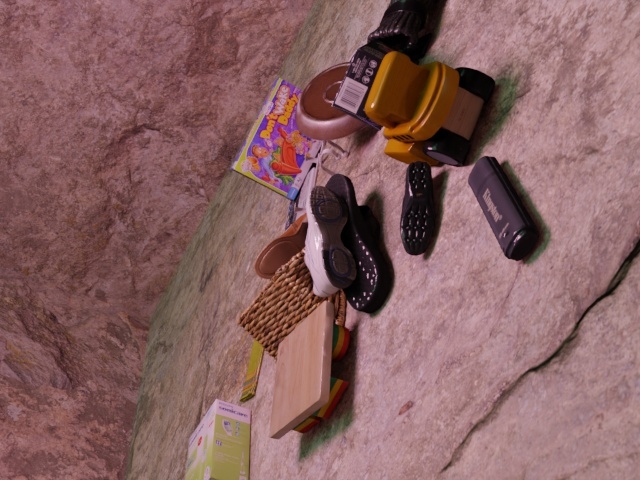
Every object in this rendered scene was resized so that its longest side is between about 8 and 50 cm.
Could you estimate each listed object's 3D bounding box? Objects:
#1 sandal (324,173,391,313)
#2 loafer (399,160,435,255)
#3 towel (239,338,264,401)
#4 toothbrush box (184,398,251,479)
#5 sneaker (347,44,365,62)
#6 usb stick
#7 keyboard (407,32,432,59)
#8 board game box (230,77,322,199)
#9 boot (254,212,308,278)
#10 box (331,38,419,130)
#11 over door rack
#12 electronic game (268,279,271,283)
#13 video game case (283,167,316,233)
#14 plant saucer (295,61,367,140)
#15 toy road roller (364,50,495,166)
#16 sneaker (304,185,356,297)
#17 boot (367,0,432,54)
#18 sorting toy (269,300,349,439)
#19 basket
[{"bbox_3d":[0.090,0.009,1.852,0.167,0.107,0.445,-54,35,32],"label":"sandal"},{"bbox_3d":[0.215,-0.065,1.626,0.078,0.076,0.223,68,-155,-63],"label":"loafer"},{"bbox_3d":[-0.211,0.386,2.341,0.102,0.021,0.237,-41,32,51],"label":"towel"},{"bbox_3d":[-0.298,0.639,2.143,0.206,0.122,0.283,-56,21,30],"label":"toothbrush box"},{"bbox_3d":[0.102,-0.512,2.393,0.226,0.086,0.163,-58,18,23],"label":"sneaker"},{"bbox_3d":[0.325,-0.065,1.344,0.077,0.045,0.278,-57,22,27],"label":"usb stick"},{"bbox_3d":[0.244,-0.528,2.101,0.100,0.038,0.192,-70,18,-7],"label":"keyboard"},{"bbox_3d":[-0.123,-0.343,2.545,0.347,0.233,0.078,-64,15,-2],"label":"board game box"},{"bbox_3d":[-0.096,0.011,2.218,0.283,0.109,0.220,-49,8,-12],"label":"boot"},{"bbox_3d":[0.147,-0.407,1.919,0.165,0.143,0.270,-63,-3,23],"label":"box"},{"bbox_3d":[0.022,-0.257,2.318,0.324,0.108,0.239,120,165,-54],"label":"over door rack"},{"bbox_3d":[-0.116,0.145,2.308,0.229,0.048,0.229,-53,23,34],"label":"electronic game"},{"bbox_3d":[-0.067,-0.130,2.529,0.173,0.022,0.190,-42,32,51],"label":"video game case"},{"bbox_3d":[0.056,-0.427,2.202,0.311,0.050,0.310,-16,49,19],"label":"plant saucer"},{"bbox_3d":[0.202,-0.300,1.639,0.202,0.241,0.329,-68,19,-2],"label":"toy road roller"},{"bbox_3d":[0.000,0.000,1.797,0.129,0.111,0.297,-46,40,47],"label":"sneaker"},{"bbox_3d":[0.263,-0.656,1.994,0.260,0.131,0.348,-62,4,-26],"label":"boot"},{"bbox_3d":[-0.017,0.319,1.771,0.255,0.090,0.257,-47,29,45],"label":"sorting toy"},{"bbox_3d":[-0.040,0.179,1.997,0.213,0.223,0.299,-39,-9,-48],"label":"basket"}]
